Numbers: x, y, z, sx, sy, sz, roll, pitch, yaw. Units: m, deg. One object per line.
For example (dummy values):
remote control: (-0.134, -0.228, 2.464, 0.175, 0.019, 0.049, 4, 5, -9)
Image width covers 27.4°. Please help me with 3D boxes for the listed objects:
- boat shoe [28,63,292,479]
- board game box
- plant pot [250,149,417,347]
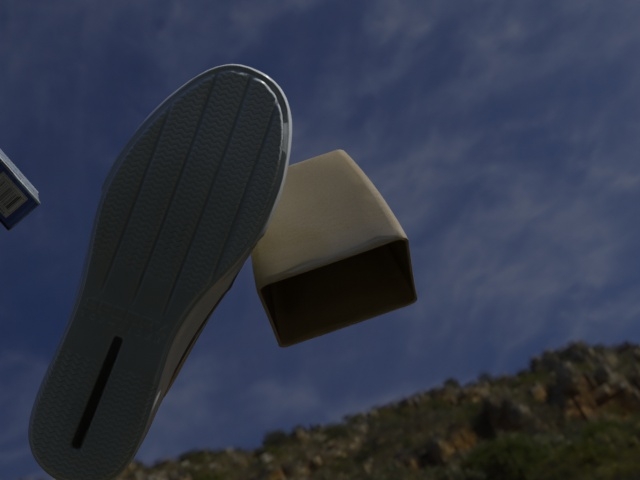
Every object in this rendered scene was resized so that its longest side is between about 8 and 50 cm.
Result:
boat shoe: (-0.113, 0.020, 0.887, 0.109, 0.094, 0.302, 27, -86, -5)
board game box: (-0.157, -0.046, 0.561, 0.020, 0.090, 0.090, -41, -79, -5)
plant pot: (0.000, 0.000, 0.952, 0.109, 0.096, 0.109, -19, -28, -2)
